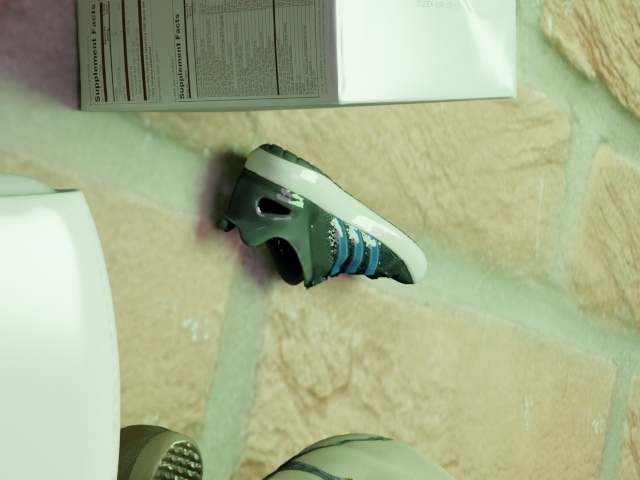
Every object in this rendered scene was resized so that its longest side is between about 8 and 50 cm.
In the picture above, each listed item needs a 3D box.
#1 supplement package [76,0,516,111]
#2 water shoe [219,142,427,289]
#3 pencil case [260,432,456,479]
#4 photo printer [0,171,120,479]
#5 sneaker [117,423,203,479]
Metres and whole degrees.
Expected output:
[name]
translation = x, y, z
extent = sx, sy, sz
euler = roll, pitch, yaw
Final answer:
[supplement package]
translation = -0.014, -0.156, 0.779
extent = 0.194, 0.203, 0.149
euler = -9, 100, -52
[water shoe]
translation = 0.000, 0.000, 0.935
extent = 0.203, 0.073, 0.080
euler = 34, 88, -44
[pencil case]
translation = -0.055, 0.259, 0.671
extent = 0.183, 0.160, 0.410
euler = 50, 47, 9
[photo printer]
translation = -0.224, 0.094, 0.606
extent = 0.307, 0.107, 0.256
euler = -6, 98, -52
[sneaker]
translation = -0.133, 0.203, 0.763
extent = 0.066, 0.071, 0.188
euler = 42, 64, -42
